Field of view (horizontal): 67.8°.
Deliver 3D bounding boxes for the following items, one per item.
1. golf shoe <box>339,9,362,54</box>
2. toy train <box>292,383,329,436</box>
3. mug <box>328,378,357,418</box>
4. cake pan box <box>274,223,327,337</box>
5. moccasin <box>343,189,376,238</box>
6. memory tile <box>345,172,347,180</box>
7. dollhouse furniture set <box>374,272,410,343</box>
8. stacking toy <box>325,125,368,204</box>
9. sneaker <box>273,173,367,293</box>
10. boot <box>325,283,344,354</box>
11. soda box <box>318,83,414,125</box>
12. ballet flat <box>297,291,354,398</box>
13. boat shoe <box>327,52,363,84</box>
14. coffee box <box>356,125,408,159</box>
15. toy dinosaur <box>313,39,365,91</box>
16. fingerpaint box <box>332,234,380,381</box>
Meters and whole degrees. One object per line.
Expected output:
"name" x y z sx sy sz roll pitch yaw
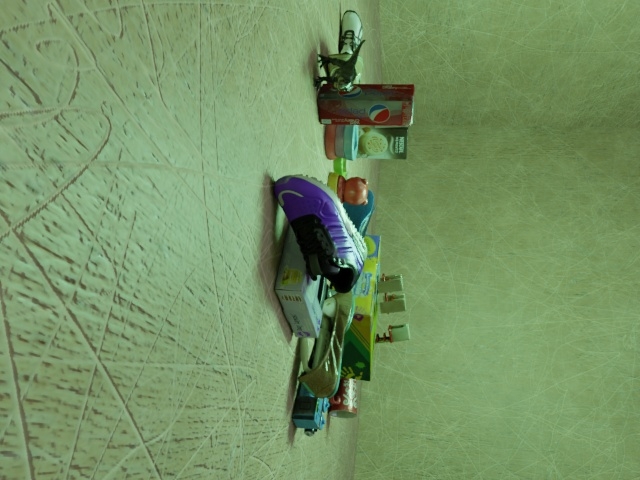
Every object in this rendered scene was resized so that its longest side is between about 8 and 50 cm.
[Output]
"golf shoe" 0.103 -0.679 1.628 0.094 0.077 0.198 -69 158 -58
"toy train" -0.021 0.429 1.292 0.105 0.080 0.184 75 20 -43
"mug" 0.093 0.596 1.878 0.150 0.113 0.170 81 12 -55
"cake pan box" -0.033 0.075 1.143 0.267 0.070 0.246 78 21 -54
"moccasin" 0.110 -0.048 1.795 0.117 0.137 0.342 85 26 -56
"memory tile" 0.097 -0.299 1.884 0.148 0.012 0.113 66 29 -69
"dollhouse furniture set" 0.260 0.256 1.830 0.262 0.134 0.260 4 79 -80
"stacking toy" 0.104 -0.288 1.601 0.280 0.130 0.309 -72 163 -53
"sneaker" 0.001 0.000 0.972 0.293 0.102 0.146 49 43 -32
"boot" 0.014 0.260 1.472 0.161 0.083 0.247 34 54 -70
"soda box" 0.129 -0.382 1.338 0.084 0.262 0.092 84 14 -47
"ballet flat" 0.008 0.253 1.297 0.116 0.124 0.343 -37 -151 47
"boat shoe" 0.078 -0.496 1.474 0.302 0.109 0.098 -26 118 -84
"coffee box" 0.229 -0.414 1.921 0.098 0.246 0.141 -76 165 -46
"toy dinosaur" 0.047 -0.453 1.262 0.064 0.118 0.268 73 23 -45
"fingerpaint box" 0.140 0.252 1.873 0.445 0.163 0.372 -75 165 -50
